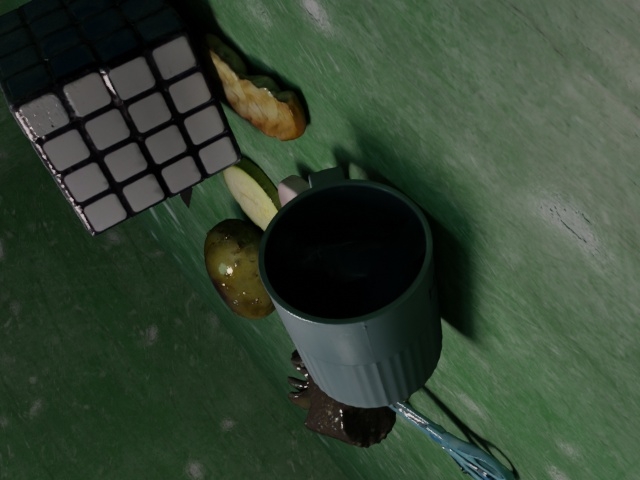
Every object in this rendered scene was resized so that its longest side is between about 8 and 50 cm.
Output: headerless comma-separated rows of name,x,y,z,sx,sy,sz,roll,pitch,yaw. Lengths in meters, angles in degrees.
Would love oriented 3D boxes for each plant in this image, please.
plant,0.046,0.367,2.182,0.276,0.199,0.188,24,105,55

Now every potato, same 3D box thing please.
potato,-0.195,0.076,2.358,0.210,0.173,0.307,36,155,43

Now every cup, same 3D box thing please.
cup,0.041,0.079,1.497,0.331,0.257,0.311,41,162,33

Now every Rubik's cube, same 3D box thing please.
Rubik's cube,-0.398,-0.281,1.769,0.344,0.337,0.343,55,170,45

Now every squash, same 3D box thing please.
squash,-0.132,-0.093,2.064,0.219,0.041,0.219,43,160,19

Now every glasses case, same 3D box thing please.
glasses case,0.000,0.000,1.786,0.113,0.075,0.296,37,157,50

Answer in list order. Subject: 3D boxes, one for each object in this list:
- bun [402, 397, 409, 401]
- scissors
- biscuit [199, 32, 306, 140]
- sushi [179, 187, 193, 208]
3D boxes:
bun,0.153,0.295,1.992,0.115,0.069,0.115,29,156,14
scissors,0.249,0.405,1.904,0.393,0.032,0.180,33,158,24
biscuit,-0.115,-0.255,1.626,0.299,0.045,0.154,41,160,37
sushi,-0.435,-0.278,2.223,0.373,0.100,0.296,51,146,23
